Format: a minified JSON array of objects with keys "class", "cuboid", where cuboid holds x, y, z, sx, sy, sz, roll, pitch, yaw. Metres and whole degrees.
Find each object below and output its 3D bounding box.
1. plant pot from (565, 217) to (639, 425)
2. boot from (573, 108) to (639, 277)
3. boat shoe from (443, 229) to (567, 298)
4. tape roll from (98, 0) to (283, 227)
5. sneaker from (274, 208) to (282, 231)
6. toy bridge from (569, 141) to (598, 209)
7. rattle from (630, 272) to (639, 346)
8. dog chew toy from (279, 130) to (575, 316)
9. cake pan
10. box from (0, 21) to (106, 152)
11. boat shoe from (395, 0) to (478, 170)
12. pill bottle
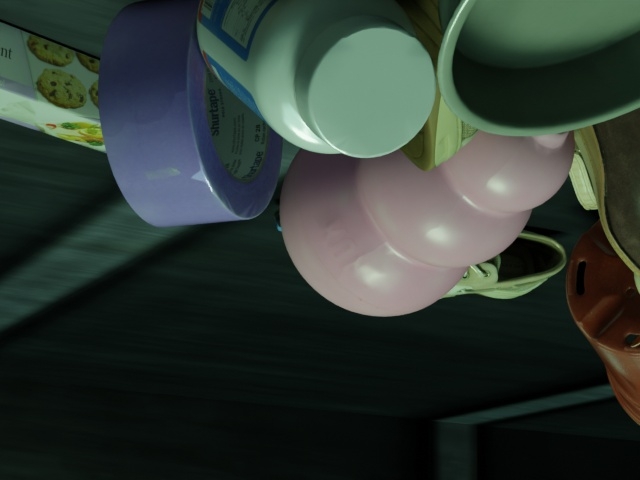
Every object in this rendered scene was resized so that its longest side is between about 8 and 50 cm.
[{"class":"plant pot","cuboid":[0.437,0.084,1.826,0.272,0.273,0.265,-7,155,28]},{"class":"boot","cuboid":[0.310,-0.069,1.280,0.090,0.248,0.207,-29,175,-24]},{"class":"boat shoe","cuboid":[0.179,0.019,1.857,0.302,0.109,0.098,6,160,-38]},{"class":"tape roll","cuboid":[-0.102,-0.107,1.228,0.080,0.189,0.189,-6,164,20]},{"class":"sneaker","cuboid":[0.000,0.000,1.848,0.063,0.073,0.162,-8,163,31]},{"class":"toy bridge","cuboid":[0.290,-0.066,1.600,0.026,0.063,0.188,-5,163,23]},{"class":"rattle","cuboid":[0.401,0.012,1.616,0.142,0.200,0.130,-4,165,17]},{"class":"dog chew toy","cuboid":[0.107,-0.054,1.418,0.206,0.207,0.332,11,155,-33]},{"class":"cake pan","cuboid":[0.202,-0.179,0.988,0.293,0.054,0.293,-20,152,-11]},{"class":"box","cuboid":[-0.255,-0.141,1.354,0.063,0.067,0.324,-13,159,39]},{"class":"boat shoe","cuboid":[0.101,-0.178,1.135,0.110,0.122,0.341,-32,161,-12]},{"class":"pill bottle","cuboid":[-0.003,-0.133,1.068,0.124,0.124,0.221,8,-162,-24]}]
